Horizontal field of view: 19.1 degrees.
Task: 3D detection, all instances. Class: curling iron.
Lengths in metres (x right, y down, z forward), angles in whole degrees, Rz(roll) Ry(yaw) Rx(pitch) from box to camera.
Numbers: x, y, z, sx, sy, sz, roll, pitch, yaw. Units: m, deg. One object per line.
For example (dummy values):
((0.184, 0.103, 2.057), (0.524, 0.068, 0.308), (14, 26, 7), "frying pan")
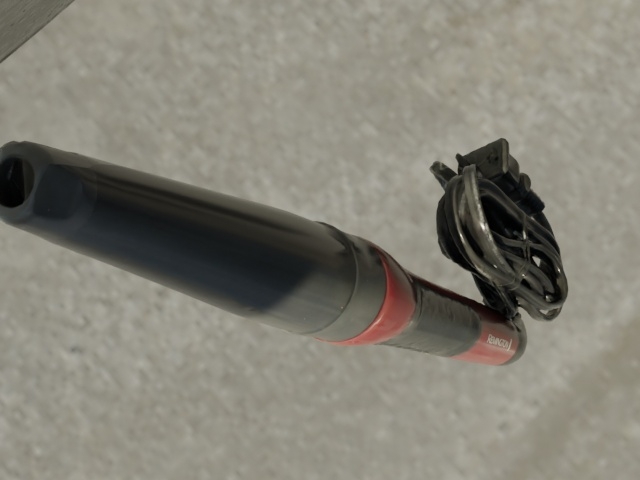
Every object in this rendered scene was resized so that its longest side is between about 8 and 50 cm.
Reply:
((0.000, 0.000, 0.501), (0.035, 0.068, 0.274), (-19, 168, 28), "curling iron")

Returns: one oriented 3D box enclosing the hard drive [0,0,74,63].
((-0.159, -0.112, 0.823), (0.255, 0.054, 0.172), (-44, 180, -31), "hard drive")
